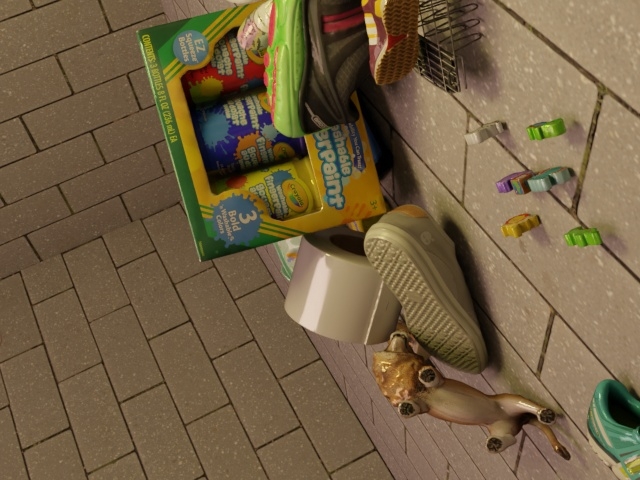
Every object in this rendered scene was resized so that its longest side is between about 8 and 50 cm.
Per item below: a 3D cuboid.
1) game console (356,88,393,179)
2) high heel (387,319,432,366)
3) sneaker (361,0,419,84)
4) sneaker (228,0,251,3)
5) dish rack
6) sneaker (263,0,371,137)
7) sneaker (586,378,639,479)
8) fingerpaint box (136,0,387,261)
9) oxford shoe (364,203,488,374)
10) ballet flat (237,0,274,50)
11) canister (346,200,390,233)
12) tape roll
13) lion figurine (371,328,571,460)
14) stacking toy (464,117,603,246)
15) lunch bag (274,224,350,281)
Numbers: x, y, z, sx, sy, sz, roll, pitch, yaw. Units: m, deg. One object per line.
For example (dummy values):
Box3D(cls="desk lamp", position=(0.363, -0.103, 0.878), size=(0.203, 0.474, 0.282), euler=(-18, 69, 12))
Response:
Box3D(cls="game console", position=(0.002, -0.229, 1.680), size=(0.293, 0.250, 0.173), euler=(64, -166, 7))
Box3D(cls="high heel", position=(0.198, 0.225, 1.885), size=(0.186, 0.093, 0.261), euler=(51, 171, 28))
Box3D(cls="sneaker", position=(0.094, -0.300, 1.079), size=(0.185, 0.070, 0.083), euler=(93, 157, -59))
Box3D(cls="sneaker", position=(-0.222, -0.684, 1.842), size=(0.292, 0.108, 0.169), euler=(54, 167, 45))
Box3D(cls="dish rack", position=(0.149, -0.343, 1.069), size=(0.208, 0.074, 0.271), euler=(53, 165, 48))
Box3D(cls="sneaker", position=(0.026, -0.389, 1.270), size=(0.482, 0.202, 0.185), euler=(103, 157, -44))
Box3D(cls="sneaker", position=(0.442, 0.284, 1.007), size=(0.275, 0.107, 0.109), euler=(-135, 33, -57))
Box3D(cls="fingerpaint box", position=(-0.111, -0.220, 1.503), size=(0.163, 0.371, 0.444), euler=(-152, 48, -82))
Box3D(cls="oxford shoe", position=(0.229, 0.102, 1.496), size=(0.169, 0.130, 0.449), euler=(5, 139, 42))
Box3D(cls="ballet flat", position=(-0.050, -0.413, 1.381), size=(0.076, 0.222, 0.079), euler=(63, 176, 0))
Box3D(cls="canister", position=(0.101, -0.061, 1.799), size=(0.170, 0.073, 0.126), euler=(46, 157, 60))
Box3D(cls="tape roll", position=(0.060, 0.088, 1.626), size=(0.246, 0.246, 0.169), euler=(43, 122, 59))
Box3D(cls="lion figurine", position=(0.272, 0.306, 1.473), size=(0.392, 0.142, 0.240), euler=(26, 178, 11))
Box3D(cls="stacking toy", position=(0.289, -0.081, 1.048), size=(0.166, 0.052, 0.221), euler=(66, 166, -11))
Box3D(cls="lunch bag", position=(0.000, 0.000, 1.930), size=(0.160, 0.223, 0.262), euler=(-17, 98, 37))
